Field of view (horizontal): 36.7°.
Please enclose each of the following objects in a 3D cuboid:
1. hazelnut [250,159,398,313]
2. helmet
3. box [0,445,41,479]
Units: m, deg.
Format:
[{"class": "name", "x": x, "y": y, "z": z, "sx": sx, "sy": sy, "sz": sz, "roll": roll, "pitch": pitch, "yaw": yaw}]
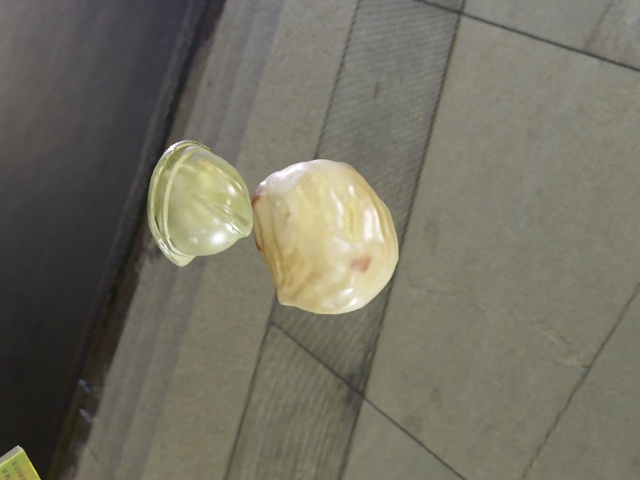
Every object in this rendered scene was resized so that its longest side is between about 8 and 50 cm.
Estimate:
[{"class": "hazelnut", "x": 0.000, "y": 0.000, "z": 1.550, "sx": 0.241, "sy": 0.261, "sz": 0.261, "roll": -47, "pitch": 46, "yaw": 3}, {"class": "helmet", "x": -0.184, "y": -0.049, "z": 1.680, "sx": 0.137, "sy": 0.257, "sz": 0.204, "roll": 16, "pitch": 65, "yaw": 21}, {"class": "box", "x": -0.581, "y": 0.467, "z": 1.689, "sx": 0.193, "sy": 0.121, "sz": 0.030, "roll": -35, "pitch": 25, "yaw": -31}]
